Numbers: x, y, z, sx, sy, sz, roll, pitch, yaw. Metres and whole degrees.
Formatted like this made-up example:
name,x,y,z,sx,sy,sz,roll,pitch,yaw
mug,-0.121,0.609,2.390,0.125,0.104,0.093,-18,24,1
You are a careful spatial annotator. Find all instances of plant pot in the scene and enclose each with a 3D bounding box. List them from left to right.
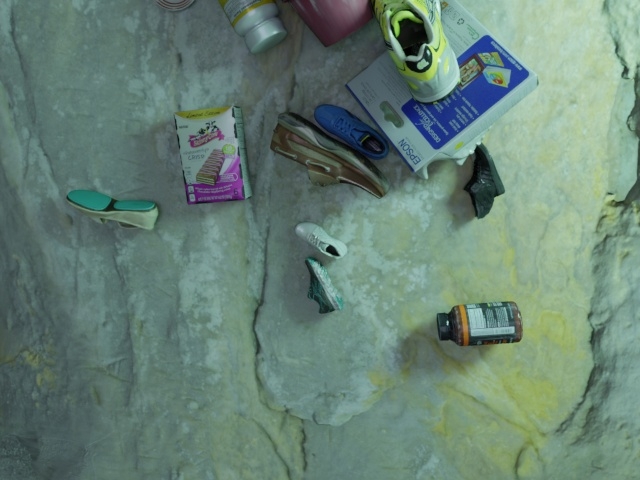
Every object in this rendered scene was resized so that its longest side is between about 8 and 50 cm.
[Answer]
name,x,y,z,sx,sy,sz,roll,pitch,yaw
plant pot,0.021,-0.546,1.091,0.201,0.201,0.180,-29,113,12

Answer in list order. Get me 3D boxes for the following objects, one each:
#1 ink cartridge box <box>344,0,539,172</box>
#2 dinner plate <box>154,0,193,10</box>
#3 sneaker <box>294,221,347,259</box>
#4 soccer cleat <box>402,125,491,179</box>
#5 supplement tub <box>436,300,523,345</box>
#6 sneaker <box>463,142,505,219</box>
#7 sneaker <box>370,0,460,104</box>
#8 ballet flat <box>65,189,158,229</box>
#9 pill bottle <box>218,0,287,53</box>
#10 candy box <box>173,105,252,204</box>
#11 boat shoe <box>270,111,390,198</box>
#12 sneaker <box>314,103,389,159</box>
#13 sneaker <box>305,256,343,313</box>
name,x,y,z,sx,sy,sz,roll,pitch,yaw
ink cartridge box,0.254,-0.341,1.087,0.307,0.072,0.304,-39,63,16
dinner plate,-0.358,-0.635,1.200,0.141,0.017,0.141,1,102,6
sneaker,0.000,0.000,1.269,0.152,0.061,0.054,29,106,2
soccer cleat,0.342,-0.266,1.151,0.331,0.116,0.143,-29,107,17
supplement tub,0.397,0.212,1.240,0.197,0.106,0.106,-6,101,9
sneaker,0.385,-0.145,1.192,0.089,0.051,0.170,-27,101,7
sneaker,0.188,-0.478,1.036,0.145,0.147,0.385,-27,66,19
ballet flat,-0.559,-0.074,1.319,0.248,0.086,0.086,11,103,4
pill bottle,-0.170,-0.554,1.141,0.119,0.119,0.209,-27,98,12
candy box,-0.271,-0.215,1.251,0.159,0.071,0.234,-5,101,9
boat shoe,0.019,-0.189,1.203,0.324,0.123,0.117,34,108,9
sneaker,0.077,-0.268,1.189,0.209,0.082,0.069,33,100,1
sneaker,-0.008,0.124,1.297,0.076,0.065,0.167,-26,96,16
